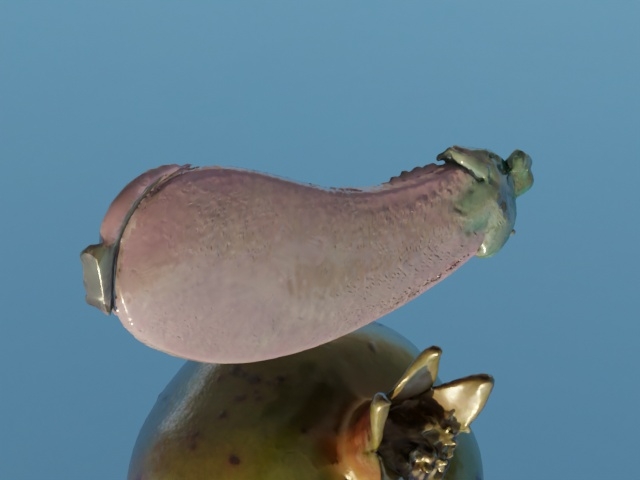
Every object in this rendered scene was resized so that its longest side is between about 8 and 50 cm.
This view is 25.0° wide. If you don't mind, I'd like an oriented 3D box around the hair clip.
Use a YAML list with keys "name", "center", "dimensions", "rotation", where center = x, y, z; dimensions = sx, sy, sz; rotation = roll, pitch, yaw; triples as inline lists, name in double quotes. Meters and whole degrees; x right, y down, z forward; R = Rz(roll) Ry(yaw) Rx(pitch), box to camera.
- name: "hair clip"
  center: [0.000, 0.002, 0.925]
  dimensions: [0.359, 0.110, 0.095]
  rotation: [-16, -123, -44]

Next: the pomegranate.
- name: "pomegranate"
  center: [0.020, 0.191, 1.138]
  dimensions: [0.323, 0.290, 0.290]
  rotation: [-8, -142, 39]
